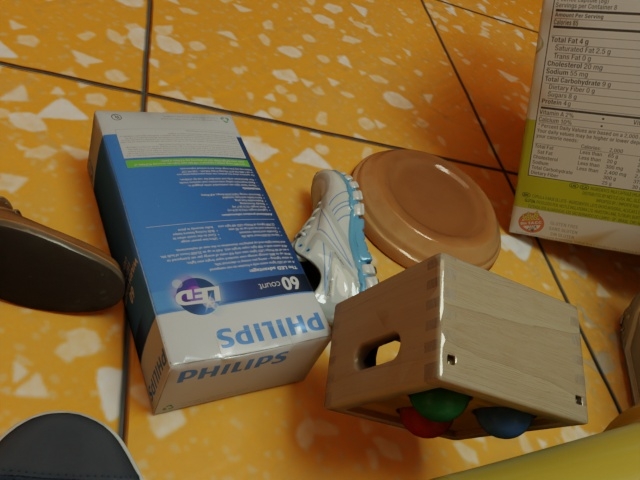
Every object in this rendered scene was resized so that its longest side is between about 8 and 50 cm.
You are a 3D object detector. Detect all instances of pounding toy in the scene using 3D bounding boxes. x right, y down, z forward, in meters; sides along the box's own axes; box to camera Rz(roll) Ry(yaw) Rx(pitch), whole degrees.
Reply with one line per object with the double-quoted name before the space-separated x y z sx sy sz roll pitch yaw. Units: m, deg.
"pounding toy" 0.110 0.110 0.468 0.206 0.181 0.094 21 60 -24

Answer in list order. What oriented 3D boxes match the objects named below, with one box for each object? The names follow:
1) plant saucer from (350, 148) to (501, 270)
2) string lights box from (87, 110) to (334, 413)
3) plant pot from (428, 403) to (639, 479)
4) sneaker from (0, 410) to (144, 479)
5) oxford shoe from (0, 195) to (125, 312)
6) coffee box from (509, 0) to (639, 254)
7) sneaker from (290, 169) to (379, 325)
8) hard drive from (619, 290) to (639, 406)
"plant saucer" 0.129 -0.041 0.721 0.200 0.037 0.200 14 46 -15
"string lights box" -0.105 0.002 0.526 0.133 0.077 0.260 -5 53 -31
"plant pot" 0.188 0.224 0.370 0.239 0.254 0.254 1 48 -7
"sneaker" -0.133 0.213 0.283 0.126 0.127 0.321 8 46 -20
"oxford shoe" -0.247 -0.007 0.467 0.212 0.076 0.076 21 33 -10
"coffee box" 0.445 -0.201 0.737 0.338 0.334 0.337 11 38 22
"sneaker" 0.000 0.000 0.593 0.083 0.071 0.191 4 48 -17
"hard drive" 0.368 0.131 0.540 0.064 0.237 0.339 15 44 1
